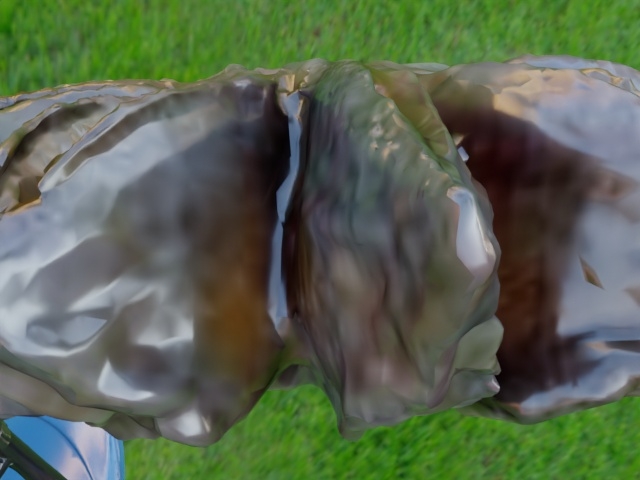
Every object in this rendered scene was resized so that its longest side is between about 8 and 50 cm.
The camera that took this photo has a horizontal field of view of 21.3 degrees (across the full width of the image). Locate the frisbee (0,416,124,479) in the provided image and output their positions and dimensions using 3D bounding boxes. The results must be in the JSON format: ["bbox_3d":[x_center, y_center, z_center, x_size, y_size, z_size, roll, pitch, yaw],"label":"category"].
[{"bbox_3d":[-0.194,0.163,0.909,0.045,0.242,0.242,29,66,-37],"label":"frisbee"}]

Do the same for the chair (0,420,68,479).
[{"bbox_3d":[-0.120,0.212,0.620,0.154,0.141,0.260,46,63,-22],"label":"chair"}]

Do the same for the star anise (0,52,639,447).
[{"bbox_3d":[0.001,0.000,0.534,0.331,0.331,0.118,-8,99,-12],"label":"star anise"}]
